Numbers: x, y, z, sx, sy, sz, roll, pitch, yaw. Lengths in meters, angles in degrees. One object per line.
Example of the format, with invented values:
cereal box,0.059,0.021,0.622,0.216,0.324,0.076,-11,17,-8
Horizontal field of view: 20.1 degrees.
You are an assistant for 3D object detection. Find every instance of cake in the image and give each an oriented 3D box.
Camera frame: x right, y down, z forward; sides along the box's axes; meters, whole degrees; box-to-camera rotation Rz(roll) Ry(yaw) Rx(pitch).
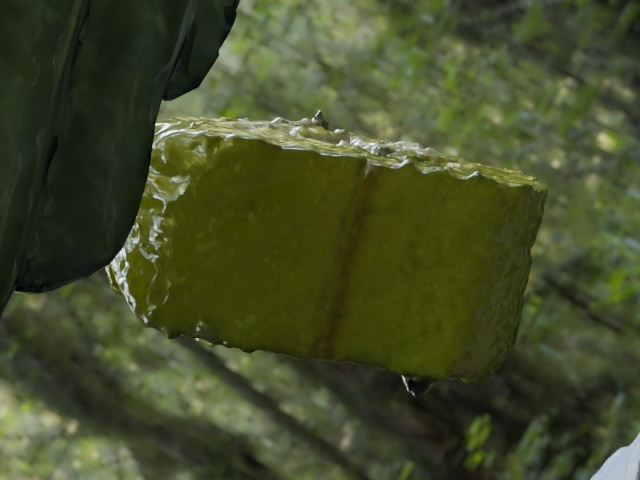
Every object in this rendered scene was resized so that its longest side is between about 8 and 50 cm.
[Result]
cake,0.000,0.000,1.114,0.179,0.260,0.156,-85,7,-85

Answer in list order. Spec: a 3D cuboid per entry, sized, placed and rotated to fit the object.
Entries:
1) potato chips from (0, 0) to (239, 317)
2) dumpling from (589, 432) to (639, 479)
potato chips,-0.133,-0.148,0.549,0.358,0.070,0.429,29,-110,-53
dumpling,0.240,-0.028,0.672,0.260,0.181,0.341,-27,-46,-43
